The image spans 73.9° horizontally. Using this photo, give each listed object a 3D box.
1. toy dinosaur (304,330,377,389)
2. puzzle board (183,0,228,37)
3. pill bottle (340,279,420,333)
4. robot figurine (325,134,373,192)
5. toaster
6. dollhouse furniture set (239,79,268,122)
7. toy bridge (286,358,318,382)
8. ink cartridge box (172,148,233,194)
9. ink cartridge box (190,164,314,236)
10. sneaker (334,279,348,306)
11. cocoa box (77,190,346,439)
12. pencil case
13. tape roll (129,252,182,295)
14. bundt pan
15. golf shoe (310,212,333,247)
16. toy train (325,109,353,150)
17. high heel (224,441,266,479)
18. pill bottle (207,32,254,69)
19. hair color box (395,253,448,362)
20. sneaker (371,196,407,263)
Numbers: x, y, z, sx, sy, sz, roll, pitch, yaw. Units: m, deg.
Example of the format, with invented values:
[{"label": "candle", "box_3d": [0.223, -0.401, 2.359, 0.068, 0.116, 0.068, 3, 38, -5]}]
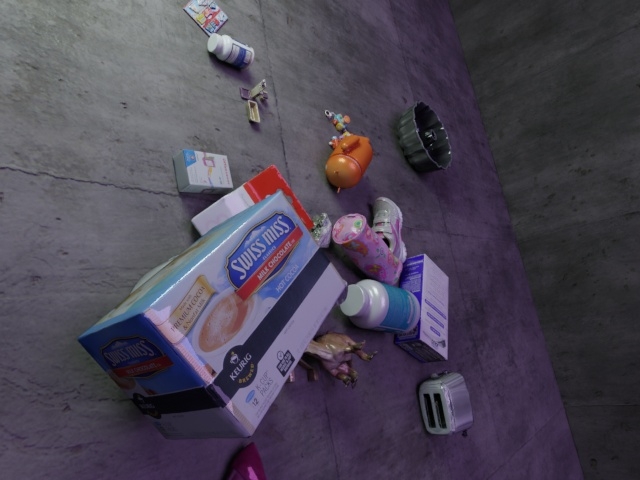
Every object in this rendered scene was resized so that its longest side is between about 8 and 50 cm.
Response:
[{"label": "toy dinosaur", "box_3d": [0.024, 0.279, 1.118, 0.127, 0.200, 0.296, -59, 153, -7]}, {"label": "puzzle board", "box_3d": [-0.320, -0.644, 1.202, 0.096, 0.011, 0.128, 43, 45, -28]}, {"label": "pill bottle", "box_3d": [0.178, 0.201, 1.296, 0.264, 0.146, 0.146, 20, 59, -43]}, {"label": "robot figurine", "box_3d": [0.093, -0.261, 1.407, 0.128, 0.158, 0.219, 39, 54, -13]}, {"label": "toaster", "box_3d": [0.422, 0.562, 1.437, 0.146, 0.129, 0.227, 5, 72, -44]}, {"label": "dollhouse furniture set", "box_3d": [-0.164, -0.396, 1.217, 0.091, 0.081, 0.114, 2, 72, -48]}, {"label": "toy bridge", "box_3d": [-0.079, 0.317, 1.047, 0.188, 0.026, 0.063, 16, 60, -44]}, {"label": "ink cartridge box", "box_3d": [-0.276, -0.160, 1.009, 0.122, 0.052, 0.088, -2, 75, -50]}, {"label": "ink cartridge box", "box_3d": [-0.151, -0.039, 0.996, 0.189, 0.232, 0.066, 56, -4, -15]}, {"label": "sneaker", "box_3d": [-0.073, 0.131, 1.092, 0.281, 0.115, 0.105, 6, 97, -31]}, {"label": "cocoa box", "box_3d": [-0.160, 0.115, 0.722, 0.228, 0.231, 0.347, 56, 41, -15]}, {"label": "pencil case", "box_3d": [0.153, 0.034, 1.333, 0.284, 0.124, 0.124, 44, 45, -38]}, {"label": "tape roll", "box_3d": [-0.244, 0.164, 0.868, 0.286, 0.100, 0.286, 22, 59, -41]}, {"label": "bundt pan", "box_3d": [0.459, -0.451, 1.919, 0.331, 0.124, 0.331, 22, 58, -41]}, {"label": "golf shoe", "box_3d": [0.000, 0.000, 1.247, 0.086, 0.069, 0.176, 53, 43, -28]}, {"label": "toy train", "box_3d": [0.074, -0.390, 1.513, 0.125, 0.046, 0.166, 2, 73, -49]}, {"label": "high heel", "box_3d": [-0.099, 0.541, 0.886, 0.244, 0.082, 0.117, 45, 54, -9]}, {"label": "pill bottle", "box_3d": [-0.250, -0.529, 1.187, 0.120, 0.067, 0.067, 4, 71, -48]}, {"label": "hair color box", "box_3d": [0.371, 0.243, 1.531, 0.185, 0.110, 0.339, 39, 46, -33]}, {"label": "sneaker", "box_3d": [0.228, -0.035, 1.491, 0.111, 0.103, 0.252, 3, 71, -50]}]
